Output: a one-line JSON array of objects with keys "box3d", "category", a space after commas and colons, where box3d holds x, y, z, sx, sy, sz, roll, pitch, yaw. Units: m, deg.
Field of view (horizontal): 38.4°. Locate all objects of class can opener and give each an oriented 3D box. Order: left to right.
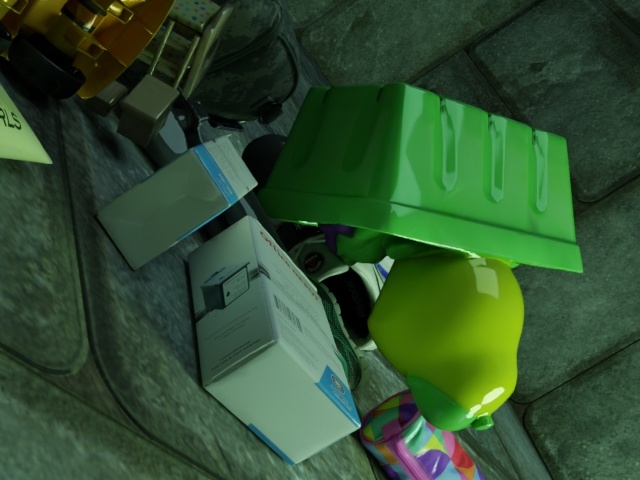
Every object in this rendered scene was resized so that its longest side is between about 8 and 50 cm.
[{"box3d": [-0.123, -0.047, 0.998, 0.093, 0.074, 0.280, -24, 77, -45], "category": "can opener"}]

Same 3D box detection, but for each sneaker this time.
[{"box3d": [-0.002, 0.109, 1.067, 0.166, 0.065, 0.076, 55, 15, 2], "category": "sneaker"}, {"box3d": [0.000, 0.000, 1.221, 0.330, 0.122, 0.146, 56, 8, -1], "category": "sneaker"}]

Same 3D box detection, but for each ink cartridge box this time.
[{"box3d": [-0.121, -0.042, 0.840, 0.060, 0.104, 0.180, 56, 11, -6], "category": "ink cartridge box"}, {"box3d": [-0.047, 0.088, 0.853, 0.139, 0.082, 0.190, 50, 11, -34], "category": "ink cartridge box"}]

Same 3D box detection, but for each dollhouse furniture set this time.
[{"box3d": [-0.206, -0.209, 0.904, 0.182, 0.101, 0.161, 29, 45, -3], "category": "dollhouse furniture set"}]

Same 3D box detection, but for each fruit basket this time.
[{"box3d": [0.125, 0.025, 1.081, 0.283, 0.392, 0.392, 10, -34, 52], "category": "fruit basket"}]

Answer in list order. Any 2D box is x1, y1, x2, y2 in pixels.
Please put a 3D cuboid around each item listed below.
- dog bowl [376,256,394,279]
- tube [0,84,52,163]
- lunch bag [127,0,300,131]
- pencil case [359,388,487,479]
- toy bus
[{"box3d": [0.040, -0.036, 1.566, 0.265, 0.104, 0.265, 54, 11, -16], "category": "dog bowl"}, {"box3d": [-0.239, -0.089, 0.582, 0.240, 0.062, 0.070, -40, 137, -84], "category": "tube"}, {"box3d": [-0.149, -0.314, 1.149, 0.256, 0.213, 0.305, 30, 38, -62], "category": "lunch bag"}, {"box3d": [0.145, 0.289, 1.096, 0.236, 0.104, 0.104, 53, 11, -13], "category": "pencil case"}, {"box3d": [-0.260, -0.249, 0.769, 0.211, 0.149, 0.220, 47, 9, 20], "category": "toy bus"}]
